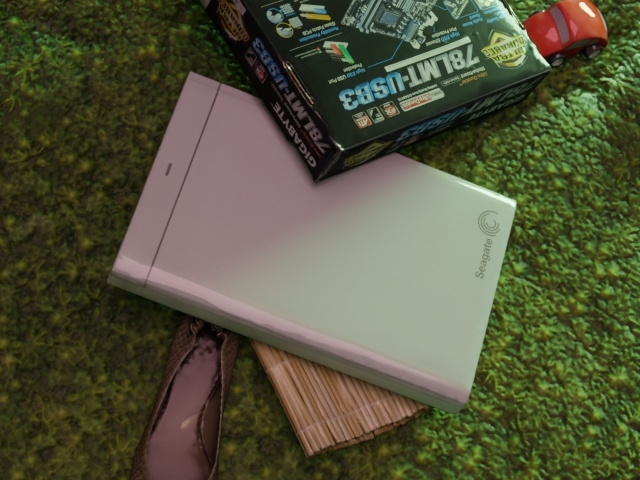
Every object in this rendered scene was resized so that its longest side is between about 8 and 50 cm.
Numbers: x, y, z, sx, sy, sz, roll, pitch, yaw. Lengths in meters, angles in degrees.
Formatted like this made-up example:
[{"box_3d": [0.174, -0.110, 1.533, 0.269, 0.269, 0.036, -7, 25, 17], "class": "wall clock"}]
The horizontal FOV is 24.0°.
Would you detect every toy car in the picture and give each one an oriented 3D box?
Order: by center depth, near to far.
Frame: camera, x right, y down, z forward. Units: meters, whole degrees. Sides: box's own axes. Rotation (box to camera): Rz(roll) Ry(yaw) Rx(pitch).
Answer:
[{"box_3d": [0.346, -0.269, 1.626, 0.239, 0.053, 0.225, 16, 69, -1], "class": "toy car"}]

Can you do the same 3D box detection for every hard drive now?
[{"box_3d": [0.000, 0.000, 1.453, 0.353, 0.047, 0.233, 21, 61, -7], "class": "hard drive"}]

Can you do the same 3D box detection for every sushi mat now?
[{"box_3d": [-0.015, 0.049, 1.469, 0.151, 0.019, 0.316, -19, 73, -28], "class": "sushi mat"}]

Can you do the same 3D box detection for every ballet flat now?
[{"box_3d": [-0.122, 0.168, 1.405, 0.084, 0.058, 0.249, 15, 68, -3], "class": "ballet flat"}]

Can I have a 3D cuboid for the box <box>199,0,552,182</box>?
[{"box_3d": [0.043, -0.233, 1.521, 0.296, 0.073, 0.293, -24, 76, -33], "class": "box"}]
